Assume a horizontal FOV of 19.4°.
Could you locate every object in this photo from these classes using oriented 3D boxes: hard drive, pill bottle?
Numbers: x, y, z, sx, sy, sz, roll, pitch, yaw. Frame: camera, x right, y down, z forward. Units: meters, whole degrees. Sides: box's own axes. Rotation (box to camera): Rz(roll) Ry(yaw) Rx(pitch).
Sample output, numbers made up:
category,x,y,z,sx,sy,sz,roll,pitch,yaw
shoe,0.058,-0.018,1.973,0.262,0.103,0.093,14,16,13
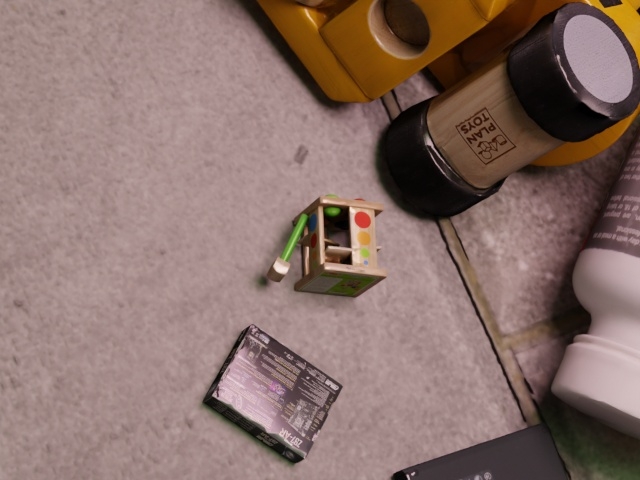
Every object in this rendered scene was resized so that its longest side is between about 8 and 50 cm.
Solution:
category,x,y,z,sx,sy,sz,roll,pitch,yaw
hard drive,0.128,0.197,1.392,0.135,0.022,0.094,-14,78,-30
pill bottle,0.300,-0.002,1.431,0.176,0.176,0.318,28,81,-15

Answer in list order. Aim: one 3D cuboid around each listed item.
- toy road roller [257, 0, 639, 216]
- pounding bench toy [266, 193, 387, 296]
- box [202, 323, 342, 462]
category,x,y,z,sx,sy,sz,roll,pitch,yaw
toy road roller,0.120,-0.201,1.445,0.329,0.202,0.240,51,46,-7
pounding bench toy,0.000,0.000,1.386,0.083,0.052,0.065,6,68,-24
box,-0.033,0.110,1.348,0.083,0.018,0.067,35,60,-11
